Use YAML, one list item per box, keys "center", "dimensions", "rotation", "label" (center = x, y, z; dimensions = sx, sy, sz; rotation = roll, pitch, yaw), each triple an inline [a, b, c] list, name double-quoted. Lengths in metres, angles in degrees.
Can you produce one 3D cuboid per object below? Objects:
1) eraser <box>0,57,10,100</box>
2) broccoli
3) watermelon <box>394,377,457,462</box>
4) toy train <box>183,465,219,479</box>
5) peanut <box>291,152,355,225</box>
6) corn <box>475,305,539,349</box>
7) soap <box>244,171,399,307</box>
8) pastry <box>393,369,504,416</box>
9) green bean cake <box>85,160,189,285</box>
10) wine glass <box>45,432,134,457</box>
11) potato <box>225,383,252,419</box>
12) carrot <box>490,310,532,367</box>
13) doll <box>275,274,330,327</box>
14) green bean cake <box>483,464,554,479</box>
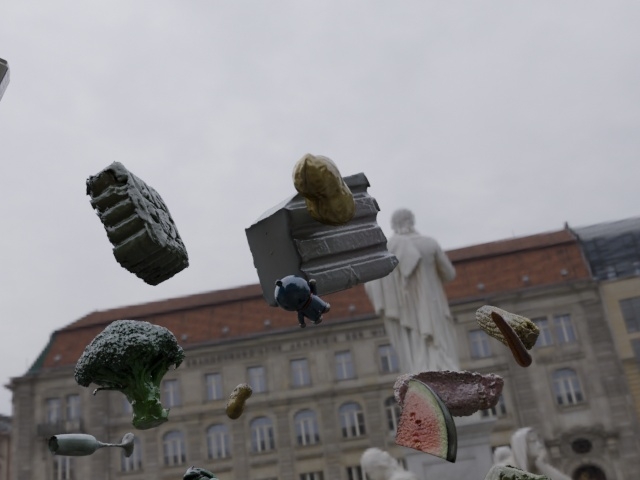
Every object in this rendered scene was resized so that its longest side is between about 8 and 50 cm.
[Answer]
- center: [-0.905, -0.346, 1.968]
  dimensions: [0.081, 0.279, 0.124]
  rotation: [23, -14, -15]
  label: "eraser"
- center: [-0.499, 0.350, 2.003]
  dimensions: [0.298, 0.297, 0.297]
  rotation: [-21, -20, -8]
  label: "broccoli"
- center: [0.241, 0.400, 1.580]
  dimensions: [0.137, 0.193, 0.145]
  rotation: [-39, -44, 23]
  label: "watermelon"
- center: [-0.328, 0.755, 2.002]
  dimensions: [0.237, 0.150, 0.369]
  rotation: [40, -52, -8]
  label: "toy train"
- center: [0.008, -0.142, 2.120]
  dimensions: [0.147, 0.147, 0.305]
  rotation: [-13, -38, 13]
  label: "peanut"
- center: [0.527, 0.245, 2.149]
  dimensions: [0.097, 0.097, 0.320]
  rotation: [-4, 6, -10]
  label: "corn"
- center: [0.000, 0.000, 2.361]
  dimensions: [0.213, 0.350, 0.435]
  rotation: [-21, -4, 42]
  label: "soap"
- center: [0.290, 0.358, 1.760]
  dimensions: [0.265, 0.102, 0.112]
  rotation: [4, -21, -13]
  label: "pastry"
- center: [-0.422, -0.036, 1.727]
  dimensions: [0.132, 0.241, 0.255]
  rotation: [-28, -20, -1]
  label: "green bean cake"
- center: [-0.648, 0.577, 2.119]
  dimensions: [0.074, 0.074, 0.262]
  rotation: [-23, -26, 34]
  label: "wine glass"
- center: [-0.198, 0.385, 1.810]
  dimensions: [0.045, 0.092, 0.046]
  rotation: [30, -12, -26]
  label: "potato"
- center: [0.435, 0.221, 1.712]
  dimensions: [0.037, 0.037, 0.190]
  rotation: [-20, -59, 27]
  label: "carrot"
- center: [-0.050, 0.139, 1.802]
  dimensions: [0.152, 0.114, 0.085]
  rotation: [36, -6, -24]
  label: "doll"
- center: [0.449, 0.650, 1.598]
  dimensions: [0.202, 0.285, 0.310]
  rotation: [18, 0, -4]
  label: "green bean cake"
